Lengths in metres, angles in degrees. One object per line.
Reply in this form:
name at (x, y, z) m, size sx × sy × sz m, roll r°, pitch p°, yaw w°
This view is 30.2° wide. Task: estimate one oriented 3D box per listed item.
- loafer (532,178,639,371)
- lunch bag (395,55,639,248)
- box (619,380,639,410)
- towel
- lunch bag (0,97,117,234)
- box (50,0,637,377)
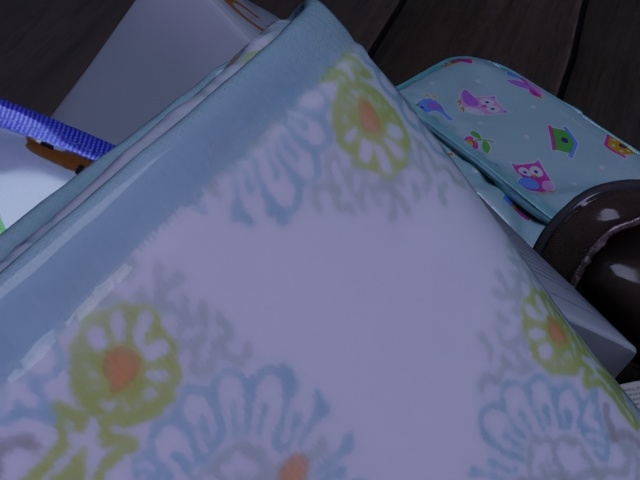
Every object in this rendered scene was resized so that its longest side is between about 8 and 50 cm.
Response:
loafer at (0.320, 0.069, 0.859) m, size 0.366 × 0.134 × 0.130 m, roll 22°, pitch 18°, yaw -18°
lunch bag at (0.164, -0.036, 1.013) m, size 0.279 × 0.108 × 0.224 m, roll 38°, pitch 42°, yaw 23°
box at (0.236, 0.221, 0.748) m, size 0.113 × 0.094 × 0.275 m, roll -5°, pitch 45°, yaw -27°
towel at (-0.019, 0.120, 0.465) m, size 0.320 × 0.090 × 0.374 m, roll 53°, pitch 54°, yaw -13°
lunch bag at (-0.230, 0.097, 0.536) m, size 0.385 × 0.239 × 0.328 m, roll 15°, pitch 62°, yaw 3°
box at (0.000, 0.000, 0.783) m, size 0.215 × 0.168 × 0.345 m, roll 23°, pitch 22°, yaw -50°
